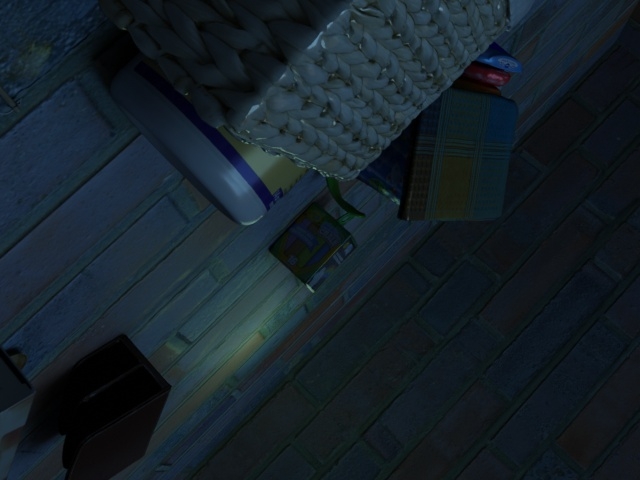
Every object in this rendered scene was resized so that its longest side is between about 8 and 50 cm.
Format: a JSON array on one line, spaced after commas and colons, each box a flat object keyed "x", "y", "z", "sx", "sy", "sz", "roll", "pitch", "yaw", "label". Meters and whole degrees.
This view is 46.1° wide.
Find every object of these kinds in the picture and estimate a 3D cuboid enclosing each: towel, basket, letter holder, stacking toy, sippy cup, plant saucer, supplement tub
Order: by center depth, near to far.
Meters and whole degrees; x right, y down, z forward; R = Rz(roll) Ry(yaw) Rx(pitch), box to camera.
[{"x": -0.026, "y": -0.254, "z": 0.621, "sx": 0.266, "sy": 0.328, "sz": 0.331, "roll": -46, "pitch": 167, "yaw": 12, "label": "basket"}, {"x": -0.058, "y": -0.209, "z": 0.916, "sx": 0.331, "sy": 0.241, "sz": 0.241, "roll": -45, "pitch": 165, "yaw": -6, "label": "supplement tub"}, {"x": -0.504, "y": 0.204, "z": 1.190, "sx": 0.083, "sy": 0.015, "sz": 0.083, "roll": -42, "pitch": 164, "yaw": -15, "label": "plant saucer"}, {"x": -0.453, "y": 0.367, "z": 1.500, "sx": 0.214, "sy": 0.152, "sz": 0.302, "roll": -31, "pitch": 158, "yaw": -41, "label": "letter holder"}, {"x": 0.288, "y": -0.172, "z": 1.539, "sx": 0.370, "sy": 0.040, "sz": 0.271, "roll": -4, "pitch": 105, "yaw": -48, "label": "towel"}, {"x": 0.165, "y": -0.193, "z": 1.622, "sx": 0.240, "sy": 0.224, "sz": 0.305, "roll": -35, "pitch": 162, "yaw": -36, "label": "sippy cup"}, {"x": 0.306, "y": -0.288, "z": 1.676, "sx": 0.175, "sy": 0.166, "sz": 0.301, "roll": 2, "pitch": 114, "yaw": -43, "label": "stacking toy"}]

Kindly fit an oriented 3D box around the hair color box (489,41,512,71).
[{"x": 0.370, "y": -0.369, "z": 1.920, "sx": 0.185, "sy": 0.110, "sz": 0.339, "roll": -46, "pitch": 169, "yaw": -3, "label": "hair color box"}]

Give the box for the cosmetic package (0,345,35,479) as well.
[{"x": -0.519, "y": 0.272, "z": 1.059, "sx": 0.129, "sy": 0.153, "sz": 0.296, "roll": -28, "pitch": 157, "yaw": -49, "label": "cosmetic package"}]

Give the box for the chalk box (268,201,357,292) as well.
[{"x": 0.000, "y": 0.000, "z": 1.850, "sx": 0.213, "sy": 0.132, "sz": 0.132, "roll": -47, "pitch": 164, "yaw": -4, "label": "chalk box"}]

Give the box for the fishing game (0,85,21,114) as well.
[{"x": -0.406, "y": -0.073, "z": 0.701, "sx": 0.264, "sy": 0.041, "sz": 0.189, "roll": -53, "pitch": 167, "yaw": -9, "label": "fishing game"}]
